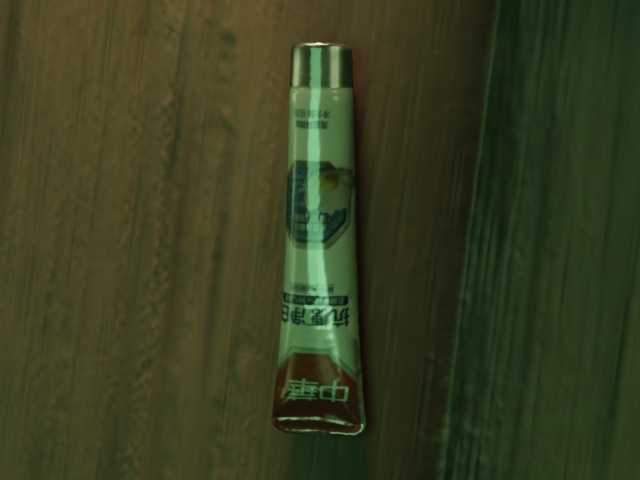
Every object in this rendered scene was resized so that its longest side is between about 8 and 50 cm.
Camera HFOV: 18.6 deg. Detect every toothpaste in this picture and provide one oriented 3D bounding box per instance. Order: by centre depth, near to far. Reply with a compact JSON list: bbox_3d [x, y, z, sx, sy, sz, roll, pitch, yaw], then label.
[{"bbox_3d":[0.000,0.000,1.187,0.062,0.039,0.239,3,96,20],"label":"toothpaste"}]
